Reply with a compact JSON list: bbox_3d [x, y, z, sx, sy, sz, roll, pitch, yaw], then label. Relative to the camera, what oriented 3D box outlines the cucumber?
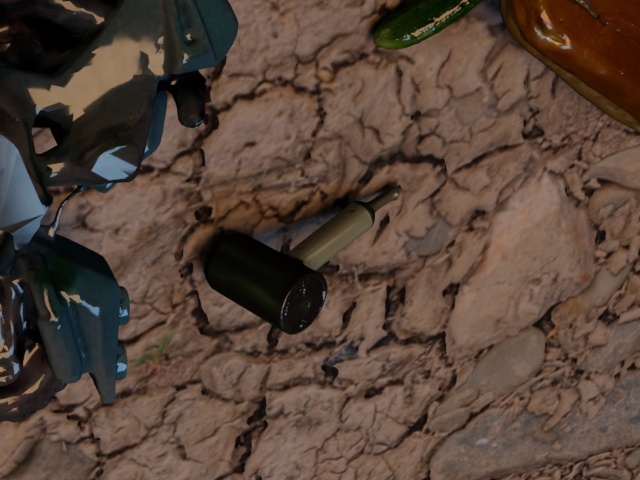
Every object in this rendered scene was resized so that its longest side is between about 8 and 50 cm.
[{"bbox_3d":[0.112,-0.203,1.154,0.155,0.037,0.037,-37,132,-3],"label":"cucumber"}]

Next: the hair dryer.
[{"bbox_3d":[0.000,0.000,1.209,0.198,0.100,0.057,-35,139,-32],"label":"hair dryer"}]

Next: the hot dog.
[{"bbox_3d":[0.287,-0.175,1.239,0.337,0.100,0.135,26,113,-39],"label":"hot dog"}]

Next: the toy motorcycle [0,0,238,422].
[{"bbox_3d":[-0.179,-0.054,0.990,0.232,0.172,0.416,-3,114,-22],"label":"toy motorcycle"}]
